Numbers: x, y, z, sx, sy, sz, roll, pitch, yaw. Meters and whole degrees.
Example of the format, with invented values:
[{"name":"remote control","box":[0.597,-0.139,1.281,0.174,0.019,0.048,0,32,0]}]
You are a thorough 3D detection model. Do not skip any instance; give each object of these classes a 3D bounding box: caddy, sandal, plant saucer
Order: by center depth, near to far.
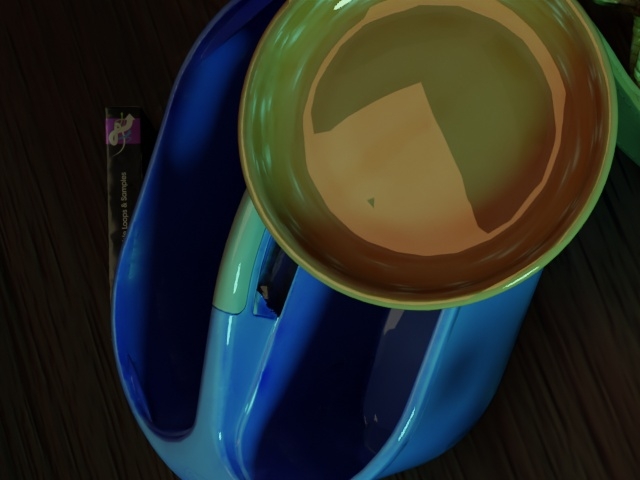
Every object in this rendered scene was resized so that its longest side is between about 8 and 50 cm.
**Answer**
[{"name":"plant saucer","box":[0.056,-0.062,0.691,0.200,0.037,0.199,-1,85,13]},{"name":"sandal","box":[0.203,-0.087,0.757,0.079,0.088,0.240,-30,77,-5]},{"name":"caddy","box":[0.000,0.000,0.809,0.241,0.179,0.341,24,101,31]}]

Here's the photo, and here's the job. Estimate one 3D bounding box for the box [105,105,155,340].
[{"name":"box","box":[-0.134,-0.008,0.939,0.029,0.116,0.162,0,87,-3]}]
